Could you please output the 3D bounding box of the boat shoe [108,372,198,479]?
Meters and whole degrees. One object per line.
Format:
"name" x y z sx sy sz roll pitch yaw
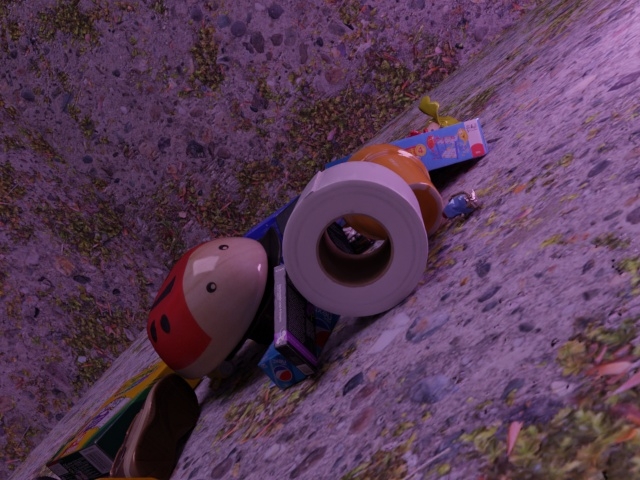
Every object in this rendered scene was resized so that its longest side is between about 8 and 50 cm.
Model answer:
"boat shoe" -0.351 0.403 1.301 0.123 0.123 0.342 -37 17 15

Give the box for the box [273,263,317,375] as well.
"box" -0.043 0.136 1.086 0.029 0.116 0.162 -17 49 19

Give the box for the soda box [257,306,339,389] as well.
"soda box" -0.034 0.180 1.185 0.071 0.067 0.210 -34 13 34

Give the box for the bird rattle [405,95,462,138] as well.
"bird rattle" 0.311 -0.294 1.899 0.253 0.143 0.207 -62 7 -27

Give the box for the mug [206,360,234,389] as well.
"mug" -0.232 0.305 1.472 0.062 0.078 0.064 -9 0 -34

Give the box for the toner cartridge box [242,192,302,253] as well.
"toner cartridge box" -0.106 -0.015 2.012 0.348 0.165 0.075 -30 15 46

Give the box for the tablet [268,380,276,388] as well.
"tablet" -0.067 0.247 1.202 0.054 0.006 0.083 -34 13 33

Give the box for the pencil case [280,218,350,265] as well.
"pencil case" 0.000 0.000 1.653 0.119 0.133 0.306 21 59 46

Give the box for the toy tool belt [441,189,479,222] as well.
"toy tool belt" 0.254 -0.059 1.174 0.083 0.052 0.051 -34 4 39

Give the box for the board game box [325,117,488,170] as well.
"board game box" 0.196 -0.199 1.541 0.308 0.086 0.302 -17 5 -12

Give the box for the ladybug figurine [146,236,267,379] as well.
"ladybug figurine" -0.268 0.143 1.395 0.449 0.162 0.305 -44 30 47

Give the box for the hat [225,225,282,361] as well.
"hat" -0.119 0.137 1.454 0.331 0.134 0.331 -53 24 35

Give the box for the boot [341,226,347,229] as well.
"boot" 0.059 0.010 1.597 0.042 0.118 0.086 28 104 56

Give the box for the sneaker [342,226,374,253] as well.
"sneaker" 0.088 -0.005 1.527 0.178 0.072 0.077 -47 20 2

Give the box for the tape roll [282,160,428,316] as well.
"tape roll" 0.063 -0.007 1.119 0.246 0.246 0.169 -39 11 15

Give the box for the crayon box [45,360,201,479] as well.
"crayon box" -0.512 0.468 1.639 0.363 0.106 0.313 -32 14 44

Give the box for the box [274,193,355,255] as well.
"box" -0.009 0.002 1.446 0.093 0.156 0.158 -40 39 15

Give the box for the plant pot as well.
"plant pot" 0.153 -0.080 1.291 0.205 0.205 0.188 -41 26 1

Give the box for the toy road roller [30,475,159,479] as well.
"toy road roller" -0.322 0.467 0.825 0.202 0.240 0.329 -40 -27 7
